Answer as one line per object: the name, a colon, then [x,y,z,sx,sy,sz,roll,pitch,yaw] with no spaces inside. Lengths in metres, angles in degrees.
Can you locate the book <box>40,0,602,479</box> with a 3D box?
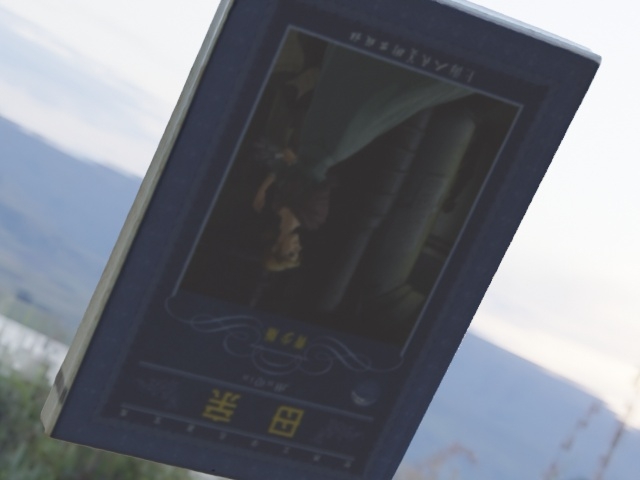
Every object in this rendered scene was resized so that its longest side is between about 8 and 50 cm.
book: [0.000,0.000,0.889,0.191,0.269,0.025,17,19,-25]
